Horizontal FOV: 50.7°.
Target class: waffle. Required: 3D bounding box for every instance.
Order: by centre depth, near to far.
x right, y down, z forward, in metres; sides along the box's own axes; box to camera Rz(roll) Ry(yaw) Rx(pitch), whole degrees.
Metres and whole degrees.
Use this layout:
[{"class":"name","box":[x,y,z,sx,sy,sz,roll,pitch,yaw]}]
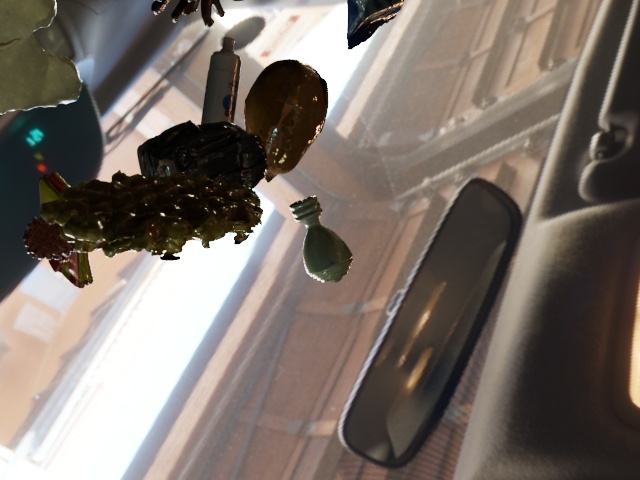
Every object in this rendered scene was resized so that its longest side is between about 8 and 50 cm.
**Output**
[{"class":"waffle","box":[-0.249,-0.045,1.021,0.302,0.324,0.068,-133,-142,-62]},{"class":"waffle","box":[-0.431,-0.005,1.083,0.029,0.083,0.075,127,-51,-62]}]

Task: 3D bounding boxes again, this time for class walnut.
[{"class":"walnut","box":[-0.099,-0.297,1.708,0.209,0.208,0.336,-87,-166,-62]}]

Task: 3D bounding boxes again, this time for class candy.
[{"class":"candy","box":[0.122,-0.563,1.386,0.187,0.077,0.331,-39,151,-29]}]

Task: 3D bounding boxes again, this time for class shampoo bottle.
[{"class":"shampoo bottle","box":[-0.270,-0.402,1.846,0.092,0.092,0.304,-174,-88,-70]}]

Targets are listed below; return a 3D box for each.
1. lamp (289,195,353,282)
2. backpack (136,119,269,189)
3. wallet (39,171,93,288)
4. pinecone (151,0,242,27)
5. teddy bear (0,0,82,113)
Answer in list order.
[{"class":"lamp","box":[0.000,0.000,1.433,0.106,0.193,0.106,-22,-174,2]},{"class":"backpack","box":[-0.237,-0.155,1.415,0.258,0.206,0.133,-20,-148,-19]},{"class":"wallet","box":[-0.538,-0.012,1.426,0.067,0.141,0.241,-30,150,-37]},{"class":"pinecone","box":[-0.172,-0.408,0.862,0.264,0.264,0.264,-44,-162,19]},{"class":"teddy bear","box":[-0.642,-0.333,1.120,0.375,0.328,0.362,-24,-143,-21]}]
